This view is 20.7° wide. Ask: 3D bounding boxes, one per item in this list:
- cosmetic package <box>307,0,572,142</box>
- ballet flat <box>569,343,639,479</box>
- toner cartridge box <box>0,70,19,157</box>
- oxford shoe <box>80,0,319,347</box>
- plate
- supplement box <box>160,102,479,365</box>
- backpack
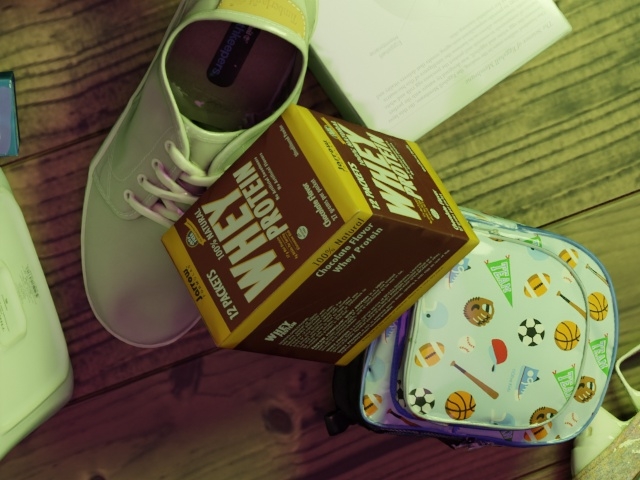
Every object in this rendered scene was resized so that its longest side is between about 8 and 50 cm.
[{"bbox_3d":[0.083,-0.236,1.717,0.224,0.138,0.225,-35,100,-3],"label":"cosmetic package"},{"bbox_3d":[0.335,0.184,1.850,0.106,0.107,0.316,41,85,8],"label":"ballet flat"},{"bbox_3d":[-0.459,-0.111,1.635,0.348,0.165,0.075,-4,98,-9],"label":"toner cartridge box"},{"bbox_3d":[-0.124,-0.069,1.648,0.169,0.130,0.449,19,121,-11],"label":"oxford shoe"},{"bbox_3d":[-0.314,0.065,1.630,0.045,0.278,0.277,-15,101,17],"label":"plate"},{"bbox_3d":[0.000,0.000,1.597,0.191,0.194,0.129,-44,59,24],"label":"supplement box"},{"bbox_3d":[0.166,0.088,1.752,0.263,0.213,0.276,9,94,-21],"label":"backpack"}]
